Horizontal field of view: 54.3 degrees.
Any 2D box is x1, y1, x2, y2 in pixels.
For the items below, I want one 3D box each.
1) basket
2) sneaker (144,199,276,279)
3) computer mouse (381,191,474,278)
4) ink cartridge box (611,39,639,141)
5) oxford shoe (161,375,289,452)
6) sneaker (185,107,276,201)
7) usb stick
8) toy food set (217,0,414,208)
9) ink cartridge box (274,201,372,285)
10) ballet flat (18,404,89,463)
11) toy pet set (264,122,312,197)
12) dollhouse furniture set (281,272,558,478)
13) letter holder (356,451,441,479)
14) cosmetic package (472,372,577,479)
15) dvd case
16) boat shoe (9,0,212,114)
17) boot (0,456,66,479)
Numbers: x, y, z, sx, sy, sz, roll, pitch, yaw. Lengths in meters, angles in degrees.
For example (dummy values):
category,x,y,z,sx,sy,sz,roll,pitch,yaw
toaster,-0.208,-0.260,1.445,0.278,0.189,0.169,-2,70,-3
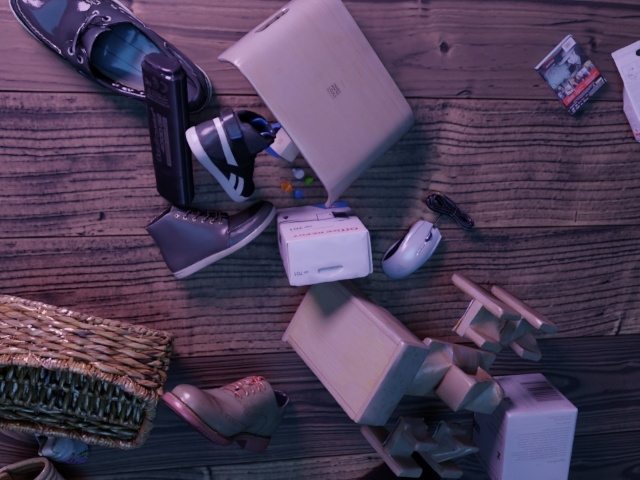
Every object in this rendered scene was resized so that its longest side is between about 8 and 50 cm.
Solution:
category,x,y,z,sx,sy,sz,roll,pitch,yaw
basket,-0.412,0.231,1.039,0.299,0.213,0.223,17,76,-15
sneaker,-0.193,-0.032,1.099,0.222,0.083,0.118,-31,109,2
computer mouse,0.198,0.003,1.199,0.106,0.042,0.193,38,97,-19
ink cartridge box,0.644,-0.299,1.195,0.145,0.045,0.179,-25,91,-1
oxford shoe,-0.161,0.288,1.125,0.123,0.348,0.130,32,82,25
sneaker,-0.118,-0.137,1.020,0.121,0.217,0.079,-25,69,7
usb stick,-0.239,-0.166,0.994,0.077,0.045,0.278,30,142,18
toy food set,0.001,-0.240,1.048,0.220,0.092,0.306,-43,107,-20
ink cartridge box,0.000,0.000,1.085,0.139,0.191,0.082,-7,108,-8
ballet flat,-0.509,0.350,1.165,0.077,0.079,0.222,-21,110,0
toy pet set,-0.052,-0.156,1.110,0.122,0.065,0.114,-52,143,11
dollhouse furniture set,0.168,0.216,1.181,0.394,0.256,0.362,19,105,-40
letter holder,0.153,0.622,1.330,0.302,0.152,0.214,-33,112,1
cosmetic package,0.419,0.397,1.303,0.151,0.151,0.184,-2,106,-10
dvd case,0.467,-0.309,1.165,0.087,0.013,0.119,-46,110,6
boat shoe,-0.327,-0.301,0.975,0.340,0.113,0.127,35,99,-18
boot,-0.575,0.521,1.165,0.262,0.095,0.203,-27,132,-5
